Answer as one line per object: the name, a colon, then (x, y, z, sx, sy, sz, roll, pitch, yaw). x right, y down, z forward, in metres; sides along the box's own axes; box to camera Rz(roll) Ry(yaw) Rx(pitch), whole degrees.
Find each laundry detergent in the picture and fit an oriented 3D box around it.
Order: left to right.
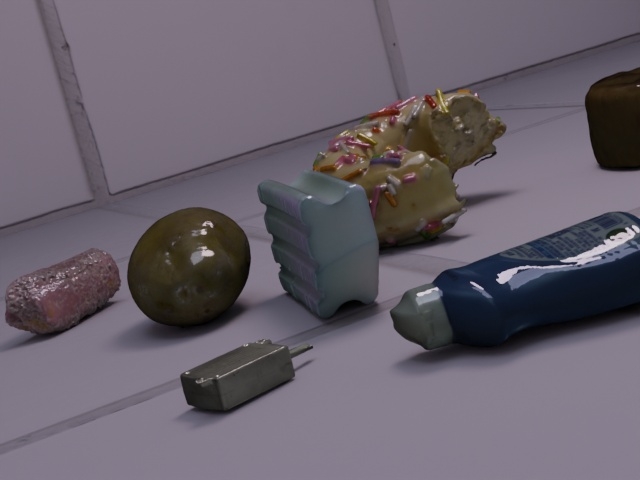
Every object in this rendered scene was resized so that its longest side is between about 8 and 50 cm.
laundry detergent: (0.222, 0.056, 1.341, 0.290, 0.094, 0.143, -18, 22, -4)

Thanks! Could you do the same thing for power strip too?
power strip: (-0.076, 0.145, 1.388, 0.175, 0.042, 0.075, -21, 13, -39)

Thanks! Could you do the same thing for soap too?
soap: (0.000, 0.000, 1.676, 0.095, 0.173, 0.289, -16, 10, -11)

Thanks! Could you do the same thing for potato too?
potato: (-0.189, 0.041, 1.789, 0.178, 0.160, 0.235, -51, 24, 9)

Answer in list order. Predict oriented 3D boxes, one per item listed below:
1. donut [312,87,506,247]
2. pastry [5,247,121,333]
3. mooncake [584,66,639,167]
donut: (0.128, -0.120, 2.040, 0.307, 0.150, 0.371, -13, 24, 30)
pastry: (-0.407, 0.080, 2.019, 0.112, 0.103, 0.265, -3, 16, 20)
mooncake: (0.597, -0.228, 2.110, 0.284, 0.155, 0.284, -12, 11, 2)
